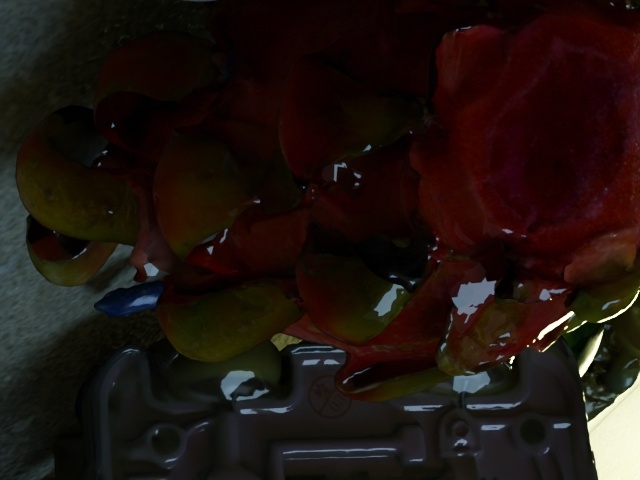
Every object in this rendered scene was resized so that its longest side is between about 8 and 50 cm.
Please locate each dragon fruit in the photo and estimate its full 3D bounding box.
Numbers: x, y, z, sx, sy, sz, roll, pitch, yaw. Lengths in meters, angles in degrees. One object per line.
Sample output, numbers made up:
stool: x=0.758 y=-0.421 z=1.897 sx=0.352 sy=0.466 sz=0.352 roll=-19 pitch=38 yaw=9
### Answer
dragon fruit: x=0.015 y=-0.044 z=0.879 sx=0.307 sy=0.227 sz=0.243 roll=11 pitch=154 yaw=-9

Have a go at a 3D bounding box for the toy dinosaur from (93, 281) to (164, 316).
toy dinosaur: x=0.000 y=0.000 z=1.173 sx=0.247 sy=0.075 sz=0.188 roll=-24 pitch=166 yaw=18

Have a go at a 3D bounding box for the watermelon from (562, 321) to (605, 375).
watermelon: x=0.157 y=0.073 z=1.497 sx=0.232 sy=0.127 sz=0.204 roll=-16 pitch=149 yaw=-50

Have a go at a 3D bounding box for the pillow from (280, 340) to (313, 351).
pillow: x=-0.029 y=0.216 z=1.441 sx=0.312 sy=0.119 sz=0.310 roll=-33 pitch=132 yaw=0

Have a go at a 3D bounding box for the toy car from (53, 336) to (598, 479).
toy car: x=0.000 y=0.188 z=1.249 sx=0.336 sy=0.242 sz=0.226 roll=-1 pitch=162 yaw=-17

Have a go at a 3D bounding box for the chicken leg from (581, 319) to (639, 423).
chicken leg: x=0.168 y=0.238 z=1.681 sx=0.152 sy=0.201 sz=0.429 roll=37 pitch=80 yaw=-32

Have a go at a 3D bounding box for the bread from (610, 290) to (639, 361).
bread: x=0.368 y=-0.015 z=1.500 sx=0.333 sy=0.160 sz=0.333 roll=-48 pitch=168 yaw=-14
